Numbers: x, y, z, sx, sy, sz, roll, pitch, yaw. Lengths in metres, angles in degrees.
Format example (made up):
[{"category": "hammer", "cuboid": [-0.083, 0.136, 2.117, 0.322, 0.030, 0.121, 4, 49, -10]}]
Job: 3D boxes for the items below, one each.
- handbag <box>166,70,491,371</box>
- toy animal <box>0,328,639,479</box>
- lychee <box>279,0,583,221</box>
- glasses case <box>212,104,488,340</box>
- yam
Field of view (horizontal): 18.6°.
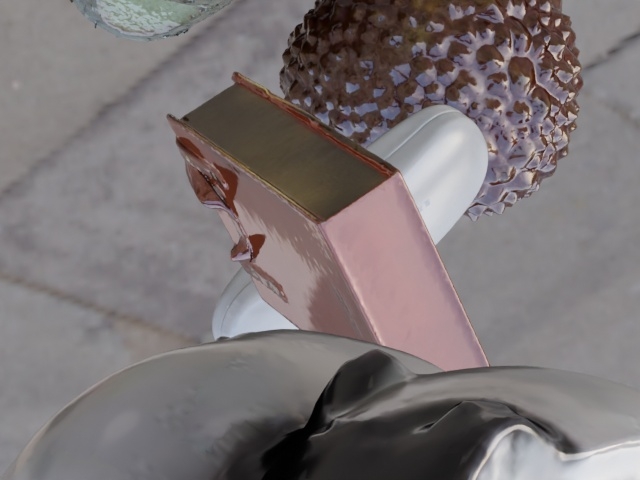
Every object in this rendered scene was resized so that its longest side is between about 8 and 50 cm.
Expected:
[{"category": "handbag", "cuboid": [0.000, 0.000, 0.950, 0.063, 0.190, 0.127, -34, 120, -12]}, {"category": "toy animal", "cuboid": [0.005, 0.108, 0.545, 0.187, 0.165, 0.235, 12, 178, -41]}, {"category": "lychee", "cuboid": [0.100, -0.155, 1.797, 0.276, 0.304, 0.276, -40, 156, -22]}, {"category": "glasses case", "cuboid": [0.022, 0.000, 1.328, 0.233, 0.059, 0.092, -41, 144, -12]}, {"category": "yam", "cuboid": [-0.125, -0.264, 1.724, 0.154, 0.154, 0.254, -1, 173, -21]}]
